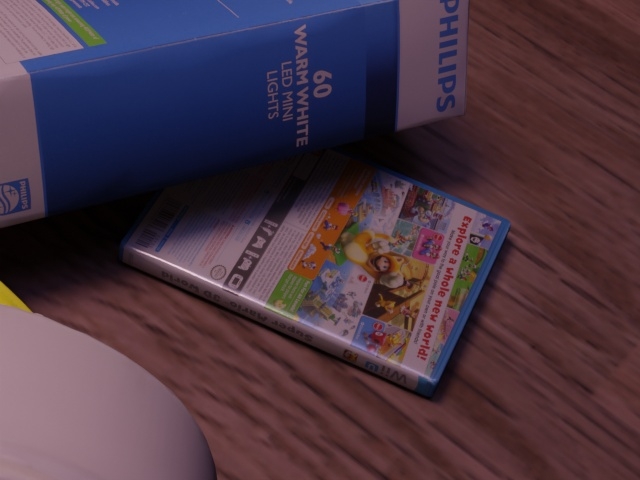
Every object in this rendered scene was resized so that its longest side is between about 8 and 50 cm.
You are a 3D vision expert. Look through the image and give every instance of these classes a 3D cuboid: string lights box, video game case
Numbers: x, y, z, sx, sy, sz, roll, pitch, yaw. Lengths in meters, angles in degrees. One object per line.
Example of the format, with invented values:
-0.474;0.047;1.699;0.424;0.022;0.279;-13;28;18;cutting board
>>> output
-0.070;-0.091;0.777;0.259;0.077;0.133;-15;32;-24;string lights box
0.000;0.000;0.782;0.166;0.015;0.119;23;48;8;video game case

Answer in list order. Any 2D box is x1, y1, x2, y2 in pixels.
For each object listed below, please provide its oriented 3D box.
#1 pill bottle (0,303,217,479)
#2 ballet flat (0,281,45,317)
-0.140;0.220;0.420;0.224;0.224;0.392;9;48;-5;pill bottle
-0.161;0.034;0.688;0.231;0.077;0.077;41;32;19;ballet flat
